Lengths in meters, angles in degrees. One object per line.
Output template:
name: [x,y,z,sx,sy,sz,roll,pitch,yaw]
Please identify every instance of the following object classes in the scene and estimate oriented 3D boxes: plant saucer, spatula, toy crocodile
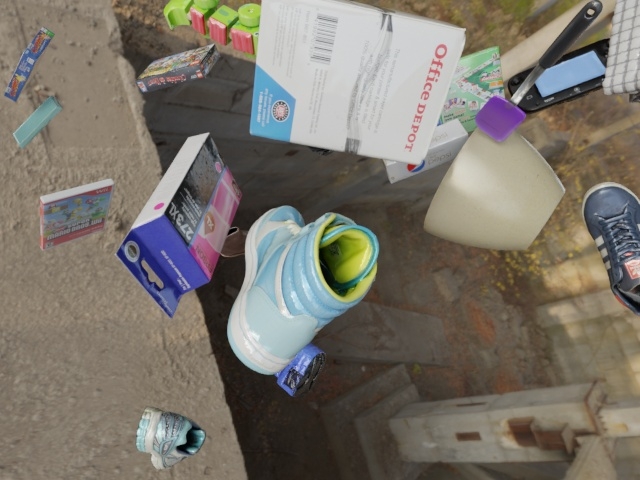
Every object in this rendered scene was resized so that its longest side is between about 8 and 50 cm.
plant saucer: [-0.906,-0.380,1.342,0.067,0.192,0.018,51,8,19]
spatula: [0.406,-0.311,0.802,0.084,0.297,0.030,35,48,3]
toy crocodile: [-0.235,-0.543,1.072,0.340,0.115,0.105,25,62,6]

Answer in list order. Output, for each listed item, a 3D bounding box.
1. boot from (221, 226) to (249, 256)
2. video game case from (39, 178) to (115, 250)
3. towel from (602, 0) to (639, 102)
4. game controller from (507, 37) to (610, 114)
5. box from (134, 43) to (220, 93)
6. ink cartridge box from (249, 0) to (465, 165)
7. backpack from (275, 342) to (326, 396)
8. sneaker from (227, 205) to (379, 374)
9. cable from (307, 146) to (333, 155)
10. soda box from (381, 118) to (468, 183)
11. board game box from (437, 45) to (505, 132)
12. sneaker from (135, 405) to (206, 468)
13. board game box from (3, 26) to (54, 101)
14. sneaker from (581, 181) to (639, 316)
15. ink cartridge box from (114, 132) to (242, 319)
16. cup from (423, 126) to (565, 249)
boot: [-0.292,-0.007,1.659,0.207,0.248,0.090,73,-6,-72]
video game case: [-0.765,-0.078,1.320,0.204,0.285,0.025,-28,79,-42]
towel: [0.579,-0.351,0.610,0.121,0.235,0.284,7,91,-33]
game controller: [0.738,-0.487,1.255,0.067,0.318,0.167,50,29,-45]
box: [-0.451,-0.546,1.336,0.159,0.232,0.044,-81,157,-44]
ink cartridge box: [0.049,-0.276,0.715,0.306,0.223,0.129,9,33,-5]
backpack: [-0.051,0.313,1.058,0.101,0.120,0.098,32,4,23]
sneaker: [-0.010,0.013,0.596,0.127,0.208,0.319,37,29,-26]
cable: [0.030,-0.317,1.302,0.184,0.150,0.047,43,38,-71]
soda box: [0.266,-0.229,1.087,0.069,0.215,0.074,59,13,-47]
board game box: [0.383,-0.418,1.264,0.046,0.316,0.214,-84,157,-63]
sneaker: [-0.326,0.472,0.977,0.122,0.283,0.110,7,57,4]
board game box: [-0.864,-0.520,1.248,0.035,0.201,0.136,31,45,-35]
sneaker: [0.741,0.029,1.011,0.350,0.131,0.148,58,33,-13]
ink cartridge box: [-0.258,-0.046,0.840,0.371,0.069,0.176,-80,155,-46]
cup: [0.449,-0.108,1.052,0.236,0.331,0.331,32,36,21]
